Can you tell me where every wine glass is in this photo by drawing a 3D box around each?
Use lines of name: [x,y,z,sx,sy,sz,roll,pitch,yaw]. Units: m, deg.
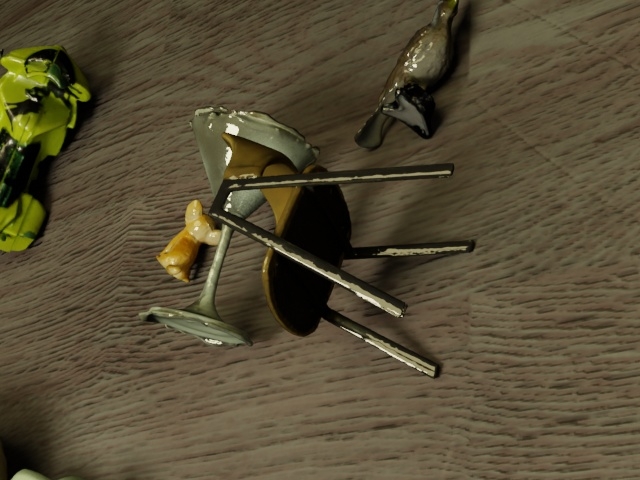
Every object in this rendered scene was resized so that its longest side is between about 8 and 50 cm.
wine glass: [-0.100,-0.009,1.075,0.156,0.156,0.232,2,70,42]

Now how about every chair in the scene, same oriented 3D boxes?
chair: [0.000,0.000,0.915,0.247,0.158,0.172,10,67,21]

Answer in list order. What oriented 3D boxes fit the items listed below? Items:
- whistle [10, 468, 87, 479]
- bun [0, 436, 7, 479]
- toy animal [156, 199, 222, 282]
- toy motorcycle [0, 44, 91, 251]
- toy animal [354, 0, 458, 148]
whistle: [-0.246,0.305,1.029,0.253,0.105,0.102,20,48,39]
bun: [-0.518,0.336,1.130,0.365,0.219,0.365,-33,36,28]
toy animal: [-0.150,0.001,1.170,0.083,0.060,0.081,-50,4,6]
toy motorcycle: [-0.428,-0.146,1.445,0.206,0.142,0.342,132,157,-70]
toy animal: [0.105,-0.189,1.062,0.105,0.070,0.202,9,74,64]
